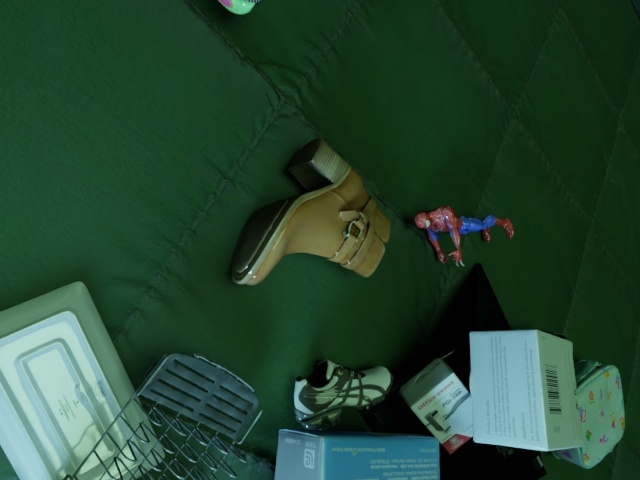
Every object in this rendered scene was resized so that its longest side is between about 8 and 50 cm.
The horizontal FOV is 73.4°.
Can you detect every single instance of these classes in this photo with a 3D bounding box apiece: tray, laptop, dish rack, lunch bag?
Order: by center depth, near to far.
[{"bbox_3d":[-0.302,0.198,0.515,0.145,0.030,0.270,-27,102,-34],"label":"tray"},{"bbox_3d":[-0.187,0.283,0.528,0.271,0.074,0.208,-55,130,-17],"label":"dish rack"},{"bbox_3d":[0.312,0.332,0.945,0.408,0.236,0.381,-31,106,-3],"label":"laptop"},{"bbox_3d":[0.715,0.452,1.164,0.280,0.108,0.223,-11,90,-36],"label":"lunch bag"}]

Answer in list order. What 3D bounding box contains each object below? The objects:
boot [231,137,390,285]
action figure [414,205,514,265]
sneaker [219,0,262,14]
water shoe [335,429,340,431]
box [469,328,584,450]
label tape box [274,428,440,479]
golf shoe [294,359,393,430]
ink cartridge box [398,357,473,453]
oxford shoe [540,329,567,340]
[{"bbox_3d":[0.000,0.000,0.709,0.220,0.109,0.283,45,56,-29],"label":"boot"},{"bbox_3d":[0.304,0.002,0.914,0.281,0.092,0.138,9,73,-34],"label":"action figure"},{"bbox_3d":[-0.116,-0.576,0.606,0.203,0.185,0.481,-9,93,-31],"label":"sneaker"},{"bbox_3d":[0.073,0.414,0.737,0.080,0.073,0.203,-45,112,-31],"label":"water shoe"},{"bbox_3d":[0.354,0.255,0.740,0.182,0.119,0.180,21,65,-41],"label":"box"},{"bbox_3d":[0.053,0.453,0.593,0.249,0.115,0.347,20,65,-35],"label":"label tape box"},{"bbox_3d":[0.043,0.239,0.726,0.198,0.077,0.093,-14,95,-36],"label":"golf shoe"},{"bbox_3d":[0.221,0.294,0.766,0.099,0.056,0.135,-40,107,0],"label":"ink cartridge box"},{"bbox_3d":[0.508,0.253,0.989,0.272,0.099,0.096,-8,80,-56],"label":"oxford shoe"}]
